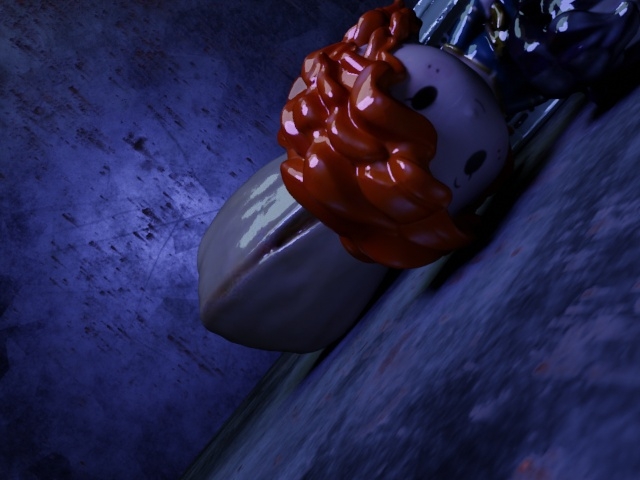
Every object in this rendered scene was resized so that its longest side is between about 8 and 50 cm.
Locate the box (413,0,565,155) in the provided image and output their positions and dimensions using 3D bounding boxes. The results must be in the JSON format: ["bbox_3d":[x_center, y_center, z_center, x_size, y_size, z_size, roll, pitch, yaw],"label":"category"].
[{"bbox_3d":[0.222,-0.248,0.895,0.290,0.220,0.166,-51,13,20],"label":"box"}]

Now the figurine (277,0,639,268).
[{"bbox_3d":[0.154,-0.156,0.672,0.412,0.241,0.306,-32,32,21],"label":"figurine"}]

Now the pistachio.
[{"bbox_3d":[0.000,0.000,1.125,0.445,0.281,0.365,-36,-10,-1],"label":"pistachio"}]
